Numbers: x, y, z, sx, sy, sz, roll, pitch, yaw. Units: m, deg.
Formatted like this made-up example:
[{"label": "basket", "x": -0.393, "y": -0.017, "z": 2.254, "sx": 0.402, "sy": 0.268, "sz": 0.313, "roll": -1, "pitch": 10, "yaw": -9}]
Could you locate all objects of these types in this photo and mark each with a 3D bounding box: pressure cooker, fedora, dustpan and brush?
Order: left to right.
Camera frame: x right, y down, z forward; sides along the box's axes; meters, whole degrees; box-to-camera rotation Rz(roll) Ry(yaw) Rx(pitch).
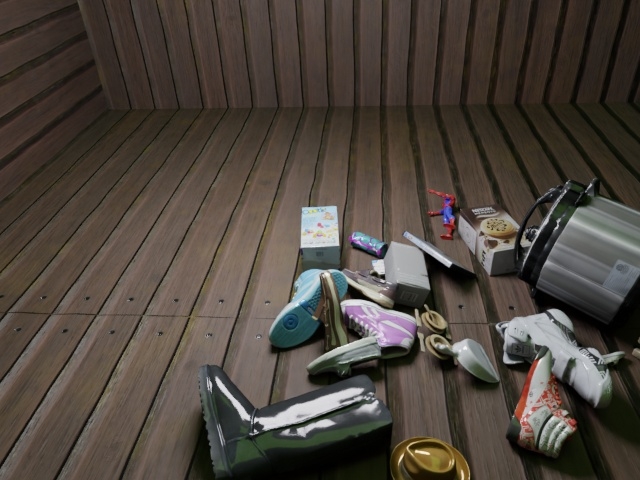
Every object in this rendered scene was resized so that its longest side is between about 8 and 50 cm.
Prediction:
[{"label": "fedora", "x": 0.265, "y": 0.540, "z": 1.267, "sx": 0.195, "sy": 0.079, "sz": 0.194, "roll": -3, "pitch": 34, "yaw": 2}, {"label": "dustpan and brush", "x": 0.415, "y": 0.332, "z": 1.516, "sx": 0.060, "sy": 0.211, "sz": 0.147, "roll": -42, "pitch": 34, "yaw": 20}, {"label": "pressure cooker", "x": 0.846, "y": 0.026, "z": 1.667, "sx": 0.421, "sy": 0.375, "sz": 0.369, "roll": 30, "pitch": 72, "yaw": 27}]

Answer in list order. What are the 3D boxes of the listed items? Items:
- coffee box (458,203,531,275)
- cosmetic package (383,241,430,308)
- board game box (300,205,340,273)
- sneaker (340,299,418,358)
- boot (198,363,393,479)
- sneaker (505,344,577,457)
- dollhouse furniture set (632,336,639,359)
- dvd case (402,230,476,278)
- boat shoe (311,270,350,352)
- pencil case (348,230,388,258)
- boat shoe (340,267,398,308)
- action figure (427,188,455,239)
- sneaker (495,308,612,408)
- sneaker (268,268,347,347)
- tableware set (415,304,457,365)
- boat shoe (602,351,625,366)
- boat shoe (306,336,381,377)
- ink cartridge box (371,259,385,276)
[{"label": "coffee box", "x": 0.664, "y": -0.010, "z": 1.993, "sx": 0.168, "sy": 0.118, "sz": 0.297, "roll": -9, "pitch": 35, "yaw": -8}, {"label": "cosmetic package", "x": 0.299, "y": 0.117, "z": 1.835, "sx": 0.127, "sy": 0.107, "sz": 0.237, "roll": 12, "pitch": 37, "yaw": -8}, {"label": "board game box", "x": 0.000, "y": 0.000, "z": 2.013, "sx": 0.145, "sy": 0.141, "sz": 0.275, "roll": -3, "pitch": 35, "yaw": 1}, {"label": "sneaker", "x": 0.154, "y": 0.281, "z": 1.635, "sx": 0.283, "sy": 0.102, "sz": 0.161, "roll": 10, "pitch": 40, "yaw": 18}, {"label": "boot", "x": -0.076, "y": 0.432, "z": 1.385, "sx": 0.446, "sy": 0.146, "sz": 0.366, "roll": -16, "pitch": 46, "yaw": -11}, {"label": "sneaker", "x": 0.592, "y": 0.417, "z": 1.346, "sx": 0.145, "sy": 0.090, "sz": 0.270, "roll": 20, "pitch": 70, "yaw": 25}, {"label": "dollhouse furniture set", "x": 1.124, "y": 0.242, "z": 1.520, "sx": 0.375, "sy": 0.201, "sz": 0.152, "roll": -19, "pitch": 38, "yaw": -22}, {"label": "dvd case", "x": 0.435, "y": 0.052, "z": 1.915, "sx": 0.180, "sy": 0.022, "sz": 0.253, "roll": 21, "pitch": 13, "yaw": -43}, {"label": "boat shoe", "x": 0.019, "y": 0.225, "z": 1.613, "sx": 0.095, "sy": 0.257, "sz": 0.095, "roll": -13, "pitch": -5, "yaw": -4}, {"label": "pencil case", "x": 0.190, "y": 0.016, "z": 2.043, "sx": 0.152, "sy": 0.064, "sz": 0.070, "roll": 23, "pitch": 18, "yaw": 34}, {"label": "boat shoe", "x": 0.168, "y": 0.144, "z": 1.776, "sx": 0.092, "sy": 0.103, "sz": 0.285, "roll": -57, "pitch": 31, "yaw": -3}, {"label": "action figure", "x": 0.499, "y": -0.124, "z": 2.194, "sx": 0.139, "sy": 0.091, "sz": 0.280, "roll": 14, "pitch": 37, "yaw": 8}, {"label": "sneaker", "x": 0.650, "y": 0.337, "z": 1.487, "sx": 0.211, "sy": 0.137, "sz": 0.365, "roll": -5, "pitch": 30, "yaw": -1}, {"label": "sneaker", "x": -0.063, "y": 0.219, "z": 1.745, "sx": 0.319, "sy": 0.127, "sz": 0.208, "roll": -41, "pitch": 17, "yaw": -14}, {"label": "tableware set", "x": 0.363, "y": 0.284, "z": 1.614, "sx": 0.128, "sy": 0.039, "sz": 0.194, "roll": 23, "pitch": 33, "yaw": -13}, {"label": "boat shoe", "x": 0.856, "y": 0.352, "z": 1.535, "sx": 0.100, "sy": 0.035, "sz": 0.035, "roll": -8, "pitch": 62, "yaw": -13}, {"label": "boat shoe", "x": 0.072, "y": 0.359, "z": 1.538, "sx": 0.228, "sy": 0.079, "sz": 0.081, "roll": -23, "pitch": 67, "yaw": -1}, {"label": "ink cartridge box", "x": 0.222, "y": 0.108, "z": 1.938, "sx": 0.048, "sy": 0.028, "sz": 0.083, "roll": -6, "pitch": 35, "yaw": -5}]
